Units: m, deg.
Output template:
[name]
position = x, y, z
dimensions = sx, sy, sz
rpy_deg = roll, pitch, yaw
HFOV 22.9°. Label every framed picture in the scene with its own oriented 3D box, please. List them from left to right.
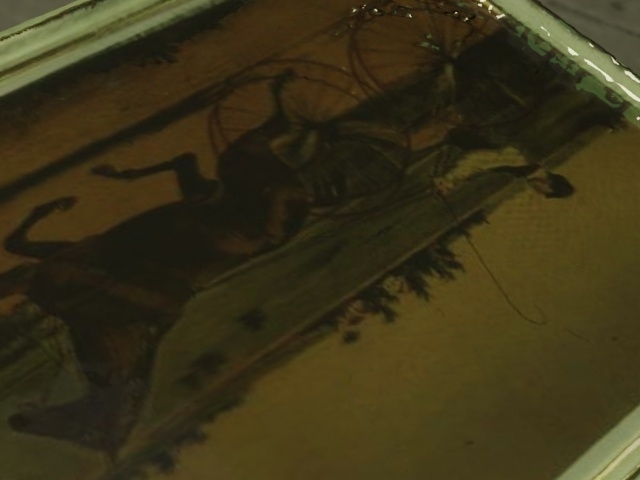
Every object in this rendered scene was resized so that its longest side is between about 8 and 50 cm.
[framed picture]
position = 0.000, 0.000, 0.356
dimensions = 0.197, 0.014, 0.252
rpy_deg = 40, 48, 20
